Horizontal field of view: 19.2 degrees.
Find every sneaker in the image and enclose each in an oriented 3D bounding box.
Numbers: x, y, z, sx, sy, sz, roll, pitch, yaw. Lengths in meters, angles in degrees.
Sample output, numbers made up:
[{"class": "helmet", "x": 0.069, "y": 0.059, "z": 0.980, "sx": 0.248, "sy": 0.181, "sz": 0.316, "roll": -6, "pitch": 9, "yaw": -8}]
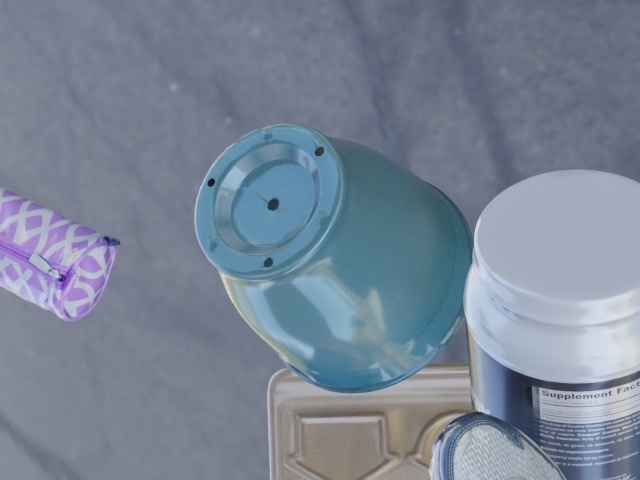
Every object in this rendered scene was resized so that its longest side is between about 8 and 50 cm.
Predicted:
[{"class": "sneaker", "x": 0.188, "y": 0.253, "z": 1.447, "sx": 0.283, "sy": 0.110, "sz": 0.122, "roll": 59, "pitch": 163, "yaw": 0}]

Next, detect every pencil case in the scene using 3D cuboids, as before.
[{"class": "pencil case", "x": -0.279, "y": -0.001, "z": 1.653, "sx": 0.206, "sy": 0.088, "sz": 0.086, "roll": 24, "pitch": 106, "yaw": 19}]

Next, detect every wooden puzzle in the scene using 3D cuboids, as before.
[{"class": "wooden puzzle", "x": 0.098, "y": 0.327, "z": 2.313, "sx": 0.080, "sy": 0.322, "sz": 0.347, "roll": 133, "pitch": 136, "yaw": -80}]

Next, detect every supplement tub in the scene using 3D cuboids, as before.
[{"class": "supplement tub", "x": 0.221, "y": 0.095, "z": 1.626, "sx": 0.191, "sy": 0.191, "sz": 0.272, "roll": 39, "pitch": 149, "yaw": 40}]

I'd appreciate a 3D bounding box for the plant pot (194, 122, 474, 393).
[{"class": "plant pot", "x": 0.000, "y": 0.000, "z": 2.089, "sx": 0.272, "sy": 0.271, "sz": 0.255, "roll": 42, "pitch": -179, "yaw": 36}]
